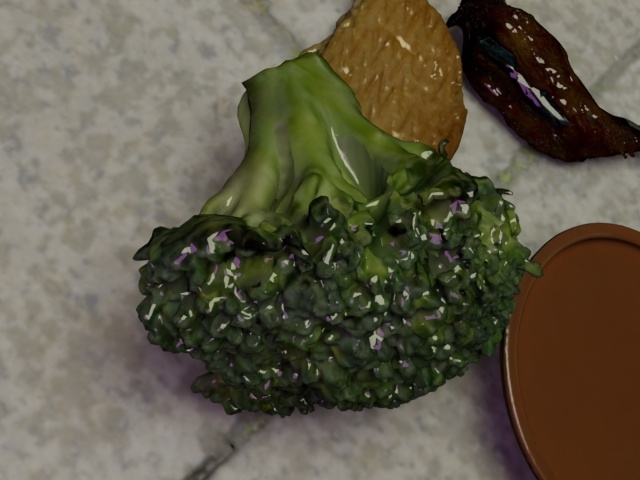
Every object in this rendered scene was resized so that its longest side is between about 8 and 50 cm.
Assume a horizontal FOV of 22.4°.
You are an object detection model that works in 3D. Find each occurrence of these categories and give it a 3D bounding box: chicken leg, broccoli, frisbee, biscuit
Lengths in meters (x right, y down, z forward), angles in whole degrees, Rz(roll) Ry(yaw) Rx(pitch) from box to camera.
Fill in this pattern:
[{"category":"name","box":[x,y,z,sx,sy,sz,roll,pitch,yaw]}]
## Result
[{"category":"chicken leg","box":[0.209,-0.113,1.331,0.253,0.051,0.106,33,55,-10]},{"category":"broccoli","box":[0.000,0.000,1.108,0.248,0.288,0.246,-32,54,10]},{"category":"frisbee","box":[0.231,0.109,1.232,0.250,0.021,0.251,12,70,-34]},{"category":"biscuit","box":[0.045,-0.108,1.269,0.144,0.033,0.224,32,61,-10]}]
